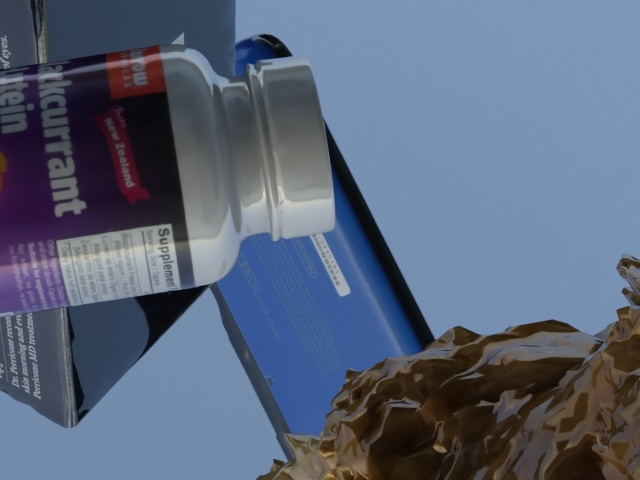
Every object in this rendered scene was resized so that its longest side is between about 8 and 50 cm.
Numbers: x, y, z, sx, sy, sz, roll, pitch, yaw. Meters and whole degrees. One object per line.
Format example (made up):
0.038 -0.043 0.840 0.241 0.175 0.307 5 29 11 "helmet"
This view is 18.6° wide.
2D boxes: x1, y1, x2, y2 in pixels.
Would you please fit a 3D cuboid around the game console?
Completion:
0.000 0.000 1.415 0.173 0.250 0.293 -29 -87 -43 "game console"

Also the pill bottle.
-0.095 -0.028 0.855 0.193 0.108 0.108 -9 -108 -4 "pill bottle"

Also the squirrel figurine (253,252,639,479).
0.166 0.165 0.520 0.281 0.370 0.397 -35 -97 -15 "squirrel figurine"

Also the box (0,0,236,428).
-0.221 -0.121 1.102 0.312 0.343 0.179 23 -134 21 "box"
